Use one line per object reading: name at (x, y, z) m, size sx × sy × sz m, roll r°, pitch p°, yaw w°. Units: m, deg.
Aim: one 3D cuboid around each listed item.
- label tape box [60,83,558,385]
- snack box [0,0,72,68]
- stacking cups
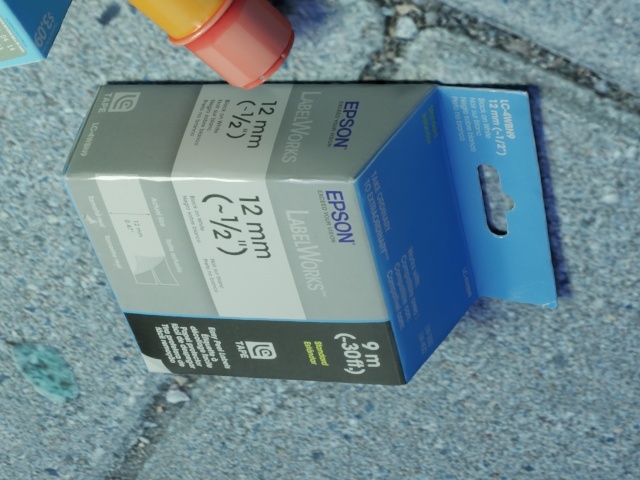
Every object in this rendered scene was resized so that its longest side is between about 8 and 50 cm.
label tape box at (0.000, 0.000, 1.317) m, size 0.348 × 0.115 × 0.249 m, roll 3°, pitch 139°, yaw 18°
snack box at (-0.171, -0.266, 0.898) m, size 0.060 × 0.322 × 0.187 m, roll -9°, pitch 135°, yaw 26°
stacking cups at (-0.141, -0.221, 1.125) m, size 0.316 × 0.096 × 0.096 m, roll 38°, pitch 136°, yaw -26°
